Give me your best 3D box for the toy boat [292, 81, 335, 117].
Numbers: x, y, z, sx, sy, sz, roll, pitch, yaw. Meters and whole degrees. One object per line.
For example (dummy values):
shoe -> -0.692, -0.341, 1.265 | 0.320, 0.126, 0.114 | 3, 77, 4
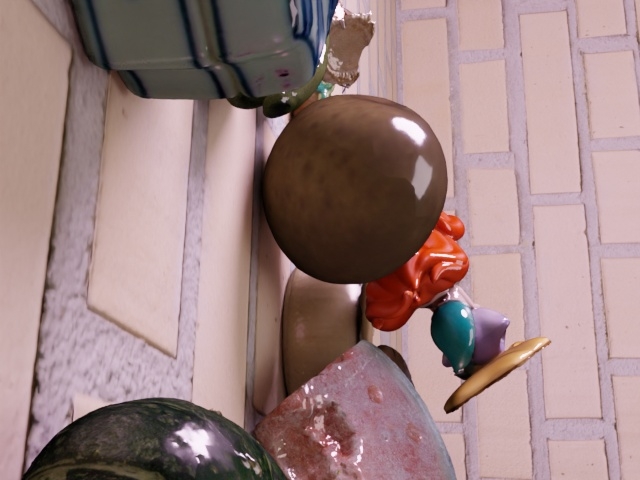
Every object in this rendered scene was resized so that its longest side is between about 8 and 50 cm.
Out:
toy boat -> 0.020, -0.123, 1.290 | 0.108, 0.099, 0.293 | -83, 159, -44

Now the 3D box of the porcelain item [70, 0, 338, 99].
porcelain item -> -0.073, -0.261, 0.600 | 0.286, 0.157, 0.281 | -78, 162, -57

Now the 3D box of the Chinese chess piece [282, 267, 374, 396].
Chinese chess piece -> 0.019, 0.144, 1.184 | 0.250, 0.103, 0.250 | -2, 90, -81

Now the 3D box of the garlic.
garlic -> -0.025, -0.270, 1.057 | 0.194, 0.127, 0.131 | -120, -146, -47

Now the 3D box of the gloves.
gloves -> -0.046, -0.211, 0.874 | 0.107, 0.135, 0.268 | 32, 39, -25

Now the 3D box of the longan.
longan -> 0.043, -0.064, 1.000 | 0.215, 0.246, 0.246 | 14, 68, -38

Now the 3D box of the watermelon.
watermelon -> 0.027, 0.261, 0.942 | 0.226, 0.148, 0.318 | 29, 31, -36

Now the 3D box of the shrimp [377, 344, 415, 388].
shrimp -> 0.102, 0.267, 1.179 | 0.289, 0.075, 0.178 | 79, 20, -54

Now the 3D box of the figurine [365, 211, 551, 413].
figurine -> 0.154, 0.075, 1.112 | 0.257, 0.208, 0.181 | 54, -27, 12

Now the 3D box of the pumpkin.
pumpkin -> -0.083, 0.175, 0.447 | 0.190, 0.146, 0.190 | -2, 90, -82
